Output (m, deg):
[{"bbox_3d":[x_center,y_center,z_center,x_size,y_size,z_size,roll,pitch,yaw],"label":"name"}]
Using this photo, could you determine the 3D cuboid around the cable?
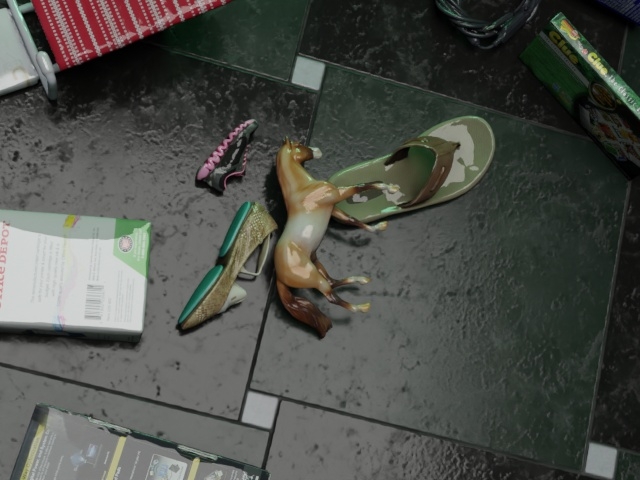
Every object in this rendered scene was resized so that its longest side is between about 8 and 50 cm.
[{"bbox_3d":[0.261,-0.383,1.711,0.150,0.047,0.184,41,70,9],"label":"cable"}]

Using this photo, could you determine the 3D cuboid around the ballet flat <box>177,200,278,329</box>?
[{"bbox_3d":[-0.120,0.044,1.530,0.067,0.073,0.206,33,77,-17],"label":"ballet flat"}]

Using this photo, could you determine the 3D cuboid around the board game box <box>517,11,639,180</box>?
[{"bbox_3d":[0.410,-0.210,1.648,0.030,0.136,0.260,-41,88,-15],"label":"board game box"}]

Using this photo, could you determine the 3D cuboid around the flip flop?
[{"bbox_3d":[0.134,-0.102,1.600,0.277,0.080,0.112,-20,82,-14],"label":"flip flop"}]

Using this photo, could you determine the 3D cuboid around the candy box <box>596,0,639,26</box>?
[{"bbox_3d":[0.430,-0.526,1.714,0.317,0.122,0.268,28,68,-7],"label":"candy box"}]

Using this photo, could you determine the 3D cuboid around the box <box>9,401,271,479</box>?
[{"bbox_3d":[-0.269,0.438,1.398,0.318,0.097,0.395,18,75,-8],"label":"box"}]

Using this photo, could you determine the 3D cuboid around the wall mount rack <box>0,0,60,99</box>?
[{"bbox_3d":[-0.509,-0.300,1.500,0.350,0.130,0.304,-23,82,-15],"label":"wall mount rack"}]

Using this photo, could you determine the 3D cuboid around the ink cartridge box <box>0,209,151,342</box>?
[{"bbox_3d":[-0.337,0.048,1.473,0.212,0.093,0.154,5,76,-11],"label":"ink cartridge box"}]

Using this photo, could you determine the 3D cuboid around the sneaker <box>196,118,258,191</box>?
[{"bbox_3d":[-0.122,-0.119,1.579,0.057,0.047,0.119,41,81,-7],"label":"sneaker"}]

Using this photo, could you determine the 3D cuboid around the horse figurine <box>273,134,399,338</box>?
[{"bbox_3d":[0.000,0.000,1.535,0.174,0.066,0.263,15,86,-9],"label":"horse figurine"}]

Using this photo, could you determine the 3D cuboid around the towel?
[{"bbox_3d":[-0.257,-0.365,1.492,0.275,0.031,0.199,-23,82,-3],"label":"towel"}]
